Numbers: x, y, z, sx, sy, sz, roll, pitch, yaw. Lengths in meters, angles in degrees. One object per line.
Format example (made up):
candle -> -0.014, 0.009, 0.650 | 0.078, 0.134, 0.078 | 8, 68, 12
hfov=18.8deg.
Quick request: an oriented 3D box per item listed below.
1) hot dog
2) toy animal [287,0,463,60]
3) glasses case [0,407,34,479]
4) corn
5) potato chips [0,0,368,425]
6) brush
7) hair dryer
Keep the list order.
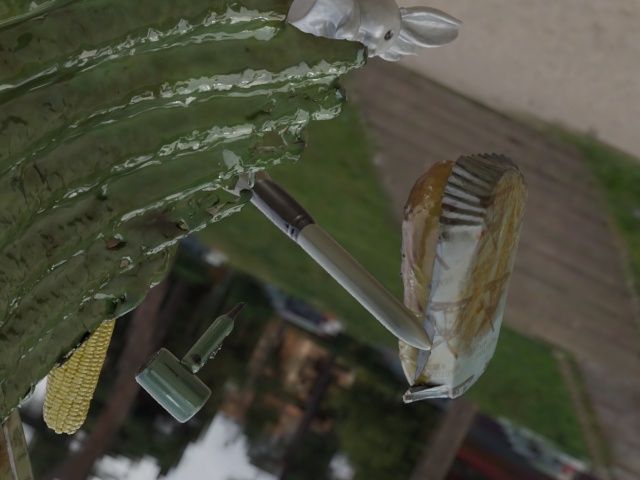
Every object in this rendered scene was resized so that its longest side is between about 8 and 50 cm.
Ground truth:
hot dog -> 0.129, 0.034, 1.850 | 0.082, 0.270, 0.162 | 24, -148, 29
toy animal -> 0.068, -0.248, 2.283 | 0.221, 0.104, 0.131 | 23, -138, -30
glasses case -> -0.308, 0.241, 1.614 | 0.156, 0.425, 0.098 | 12, -141, 21
corn -> -0.291, 0.136, 2.334 | 0.067, 0.206, 0.067 | 14, -162, -5
potato chips -> -0.128, -0.065, 1.264 | 0.097, 0.389, 0.373 | 29, 150, 28
brush -> 0.000, 0.000, 1.535 | 0.042, 0.039, 0.299 | -15, -141, -34
hair dryer -> -0.122, 0.113, 2.005 | 0.071, 0.150, 0.047 | 45, 151, -9
